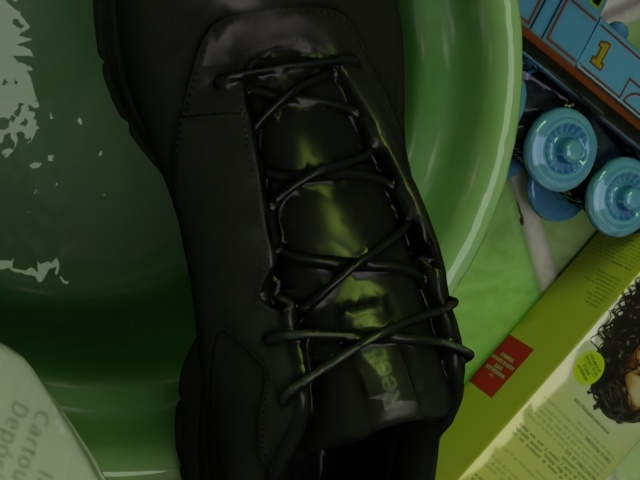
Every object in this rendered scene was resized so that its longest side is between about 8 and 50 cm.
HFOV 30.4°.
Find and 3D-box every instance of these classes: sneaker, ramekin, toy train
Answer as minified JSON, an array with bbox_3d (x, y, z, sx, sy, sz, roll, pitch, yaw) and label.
[{"bbox_3d":[0.000,0.000,0.384,0.109,0.130,0.286,-15,109,-15],"label":"sneaker"},{"bbox_3d":[-0.085,-0.068,0.485,0.303,0.148,0.303,-6,107,-20],"label":"ramekin"},{"bbox_3d":[0.122,-0.077,0.608,0.184,0.080,0.105,32,86,-26],"label":"toy train"}]

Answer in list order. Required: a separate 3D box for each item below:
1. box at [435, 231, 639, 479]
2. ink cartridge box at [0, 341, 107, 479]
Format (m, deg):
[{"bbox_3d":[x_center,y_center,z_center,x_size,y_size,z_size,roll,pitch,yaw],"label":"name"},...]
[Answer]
[{"bbox_3d":[0.138,0.091,0.672,0.087,0.058,0.232,42,88,-27],"label":"box"},{"bbox_3d":[-0.167,0.108,0.432,0.385,0.308,0.091,36,57,-37],"label":"ink cartridge box"}]
